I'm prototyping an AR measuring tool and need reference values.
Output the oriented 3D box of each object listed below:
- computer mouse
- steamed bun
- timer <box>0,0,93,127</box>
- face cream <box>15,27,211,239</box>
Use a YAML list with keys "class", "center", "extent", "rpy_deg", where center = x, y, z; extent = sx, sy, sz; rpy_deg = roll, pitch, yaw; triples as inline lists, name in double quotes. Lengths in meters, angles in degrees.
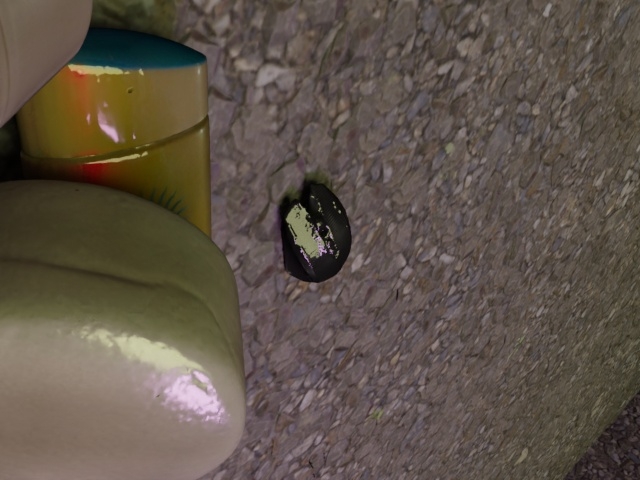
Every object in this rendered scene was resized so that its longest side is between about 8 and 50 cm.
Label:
- class: "computer mouse"
  center: [0.000, 0.000, 0.769]
  extent: [0.079, 0.047, 0.135]
  rpy_deg: [-40, 141, -22]
- class: "steamed bun"
  center: [-0.162, 0.060, 0.462]
  extent: [0.242, 0.146, 0.164]
  rpy_deg: [11, 128, -20]
- class: "timer"
  center: [-0.140, -0.186, 0.388]
  extent: [0.266, 0.175, 0.175]
  rpy_deg: [-51, 150, -40]
- class: "face cream"
  center: [-0.146, -0.023, 0.554]
  extent: [0.139, 0.067, 0.285]
  rpy_deg: [-22, 134, -32]
